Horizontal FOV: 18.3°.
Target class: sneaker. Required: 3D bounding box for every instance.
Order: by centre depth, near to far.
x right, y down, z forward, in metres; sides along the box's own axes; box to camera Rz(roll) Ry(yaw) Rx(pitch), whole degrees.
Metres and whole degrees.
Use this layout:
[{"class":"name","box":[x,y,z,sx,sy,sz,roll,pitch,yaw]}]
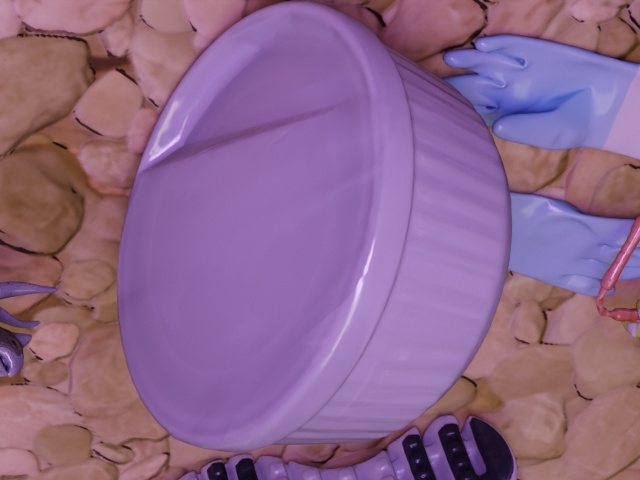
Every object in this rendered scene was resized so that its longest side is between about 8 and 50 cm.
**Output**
[{"class":"sneaker","box":[0.005,0.220,1.488,0.292,0.110,0.118,-9,139,-3]}]

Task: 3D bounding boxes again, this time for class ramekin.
[{"class":"ramekin","box":[0.000,0.000,1.208,0.127,0.273,0.273,15,126,-36]}]

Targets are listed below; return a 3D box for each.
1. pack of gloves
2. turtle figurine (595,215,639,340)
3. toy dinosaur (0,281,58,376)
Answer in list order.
[{"class":"pack of gloves","box":[0.159,-0.037,1.338,0.232,0.046,0.195,10,126,-17]},{"class":"turtle figurine","box":[0.343,0.029,1.394,0.269,0.087,0.217,-33,133,5]},{"class":"toy dinosaur","box":[-0.309,-0.018,1.225,0.121,0.160,0.313,-7,124,35]}]
